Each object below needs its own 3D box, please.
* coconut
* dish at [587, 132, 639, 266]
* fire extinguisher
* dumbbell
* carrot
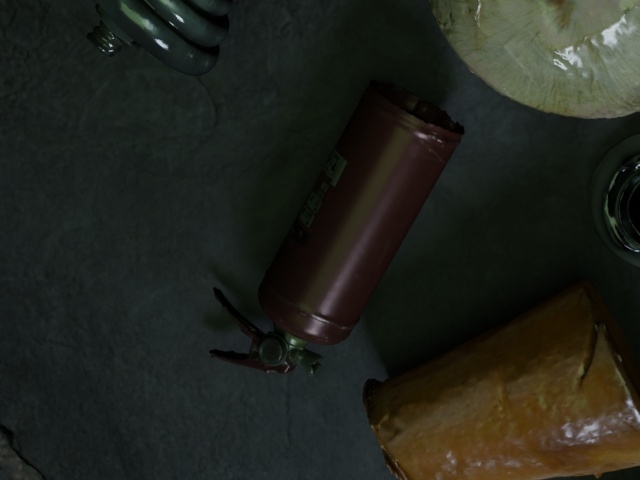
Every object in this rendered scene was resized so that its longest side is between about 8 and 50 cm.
[{"bbox_3d":[0.237,-0.248,1.433,0.297,0.254,0.297,2,102,7],"label":"coconut"},{"bbox_3d":[0.327,-0.030,1.567,0.141,0.078,0.141,2,104,7],"label":"dish"},{"bbox_3d":[0.000,0.000,1.611,0.147,0.106,0.337,37,107,23],"label":"fire extinguisher"},{"bbox_3d":[-0.065,-0.315,1.493,0.406,0.179,0.179,-42,96,15],"label":"dumbbell"},{"bbox_3d":[0.189,0.167,1.579,0.254,0.196,0.196,-25,100,15],"label":"carrot"}]
